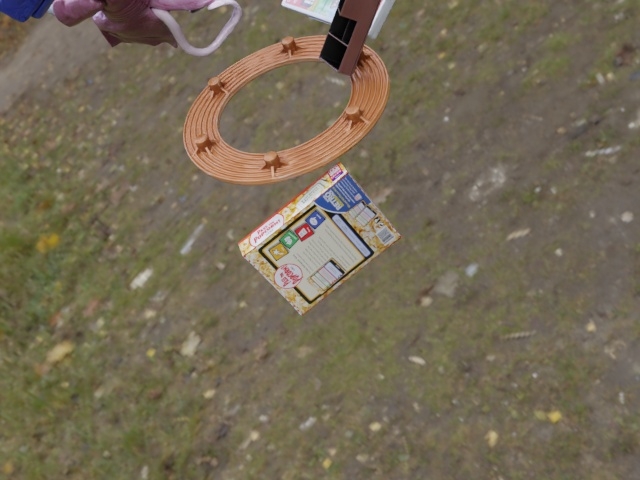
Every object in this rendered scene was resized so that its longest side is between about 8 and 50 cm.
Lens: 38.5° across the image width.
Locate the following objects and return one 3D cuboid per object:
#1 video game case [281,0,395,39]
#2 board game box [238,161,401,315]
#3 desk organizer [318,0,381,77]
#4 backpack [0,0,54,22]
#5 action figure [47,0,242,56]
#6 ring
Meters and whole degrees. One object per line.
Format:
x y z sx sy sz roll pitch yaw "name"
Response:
0.054 -0.498 1.704 0.285 0.025 0.204 33 99 47 "video game case"
0.000 0.000 1.350 0.193 0.147 0.045 -38 31 5 "board game box"
0.043 -0.316 1.368 0.047 0.050 0.130 -98 27 -59 "desk organizer"
-0.463 -0.398 1.392 0.098 0.101 0.120 -45 61 12 "backpack"
-0.344 -0.417 1.582 0.248 0.276 0.370 -55 -10 7 "action figure"
-0.059 -0.216 1.417 0.337 0.032 0.336 -12 46 13 "ring"
